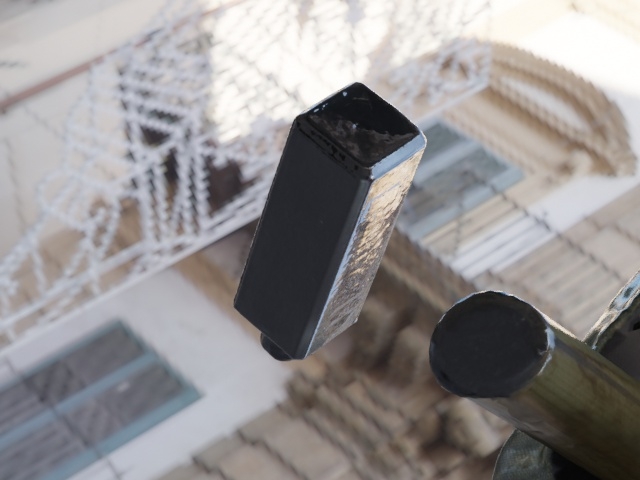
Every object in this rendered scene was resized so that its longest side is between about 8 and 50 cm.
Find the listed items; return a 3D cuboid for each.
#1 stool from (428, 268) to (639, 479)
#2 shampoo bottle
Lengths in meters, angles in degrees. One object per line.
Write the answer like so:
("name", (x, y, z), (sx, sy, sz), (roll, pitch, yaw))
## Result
("stool", (0.248, 0.076, 0.837), (0.310, 0.310, 0.226), (35, -9, 32))
("shampoo bottle", (0.000, 0.000, 1.272), (0.079, 0.080, 0.246), (40, -43, 19))
